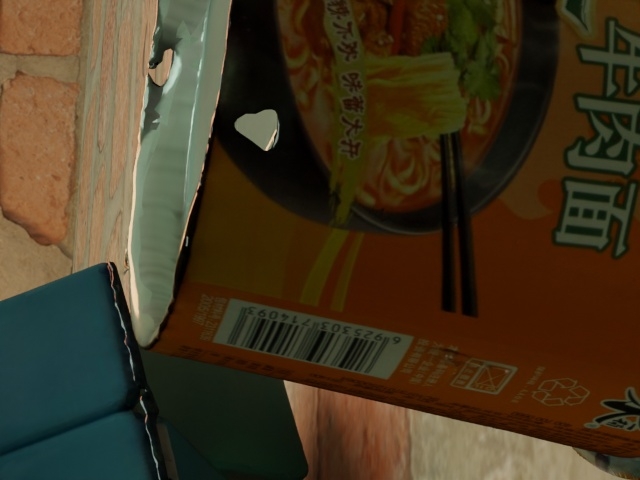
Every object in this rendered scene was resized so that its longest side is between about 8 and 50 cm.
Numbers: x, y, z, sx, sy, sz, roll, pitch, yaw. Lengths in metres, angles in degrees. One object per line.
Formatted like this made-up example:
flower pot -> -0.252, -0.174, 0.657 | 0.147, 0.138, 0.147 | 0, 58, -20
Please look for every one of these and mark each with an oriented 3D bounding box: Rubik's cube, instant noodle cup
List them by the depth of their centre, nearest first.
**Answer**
instant noodle cup -> 0.036, -0.038, 0.491 | 0.230, 0.182, 0.230 | -174, 90, -76
Rubik's cube -> -0.162, 0.230, 0.804 | 0.368, 0.358, 0.387 | 114, 146, -51
